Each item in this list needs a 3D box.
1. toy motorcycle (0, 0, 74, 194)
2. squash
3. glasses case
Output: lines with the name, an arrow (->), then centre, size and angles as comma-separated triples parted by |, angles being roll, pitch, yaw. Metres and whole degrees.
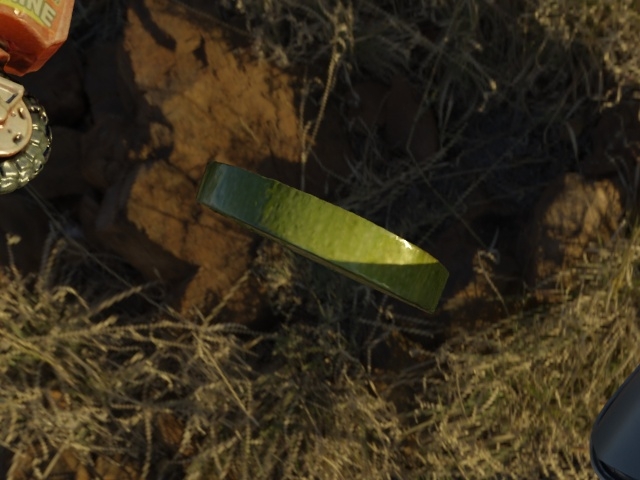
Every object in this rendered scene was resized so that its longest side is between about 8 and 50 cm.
toy motorcycle -> -0.222, -0.174, 0.574 | 0.089, 0.171, 0.298 | -34, 47, 49
squash -> 0.000, 0.000, 0.896 | 0.252, 0.252, 0.048 | 22, 85, 24
glasses case -> 0.279, 0.098, 0.672 | 0.083, 0.308, 0.128 | 24, 105, 35
